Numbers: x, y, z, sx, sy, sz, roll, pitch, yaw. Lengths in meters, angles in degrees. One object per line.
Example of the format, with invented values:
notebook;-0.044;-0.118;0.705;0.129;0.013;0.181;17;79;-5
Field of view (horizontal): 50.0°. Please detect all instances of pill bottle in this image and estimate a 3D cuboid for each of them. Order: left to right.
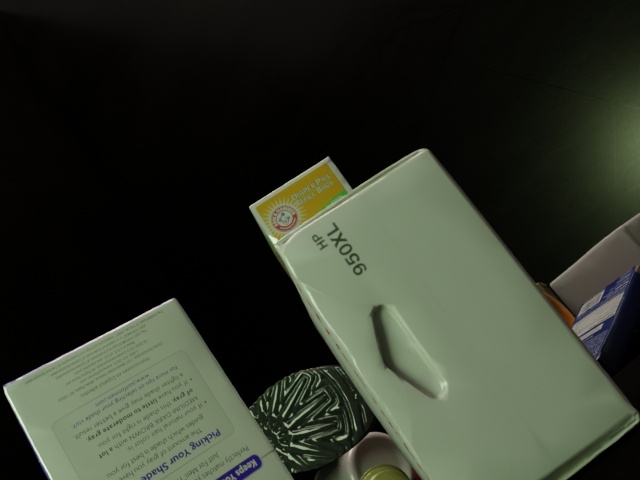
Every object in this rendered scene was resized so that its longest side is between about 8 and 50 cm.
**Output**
pill bottle;0.067;0.455;1.282;0.131;0.131;0.229;-24;-20;-36

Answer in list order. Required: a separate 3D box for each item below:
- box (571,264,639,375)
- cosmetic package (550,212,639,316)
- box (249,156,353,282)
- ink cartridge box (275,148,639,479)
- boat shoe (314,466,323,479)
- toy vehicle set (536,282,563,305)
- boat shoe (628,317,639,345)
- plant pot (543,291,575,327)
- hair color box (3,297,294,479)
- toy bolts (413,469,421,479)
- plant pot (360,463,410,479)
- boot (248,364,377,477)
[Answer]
box;0.389;0.146;0.977;0.225;0.036;0.136;-48;-7;-34
cosmetic package;0.688;0.003;1.331;0.453;0.161;0.230;-27;-19;-31
box;0.000;0.000;0.851;0.114;0.103;0.203;-33;-16;-5
ink cartridge box;0.117;0.122;0.723;0.166;0.285;0.395;-34;-16;-5
boat shoe;0.027;0.522;1.463;0.302;0.098;0.109;-46;-46;-17
toy vehicle set;0.482;0.161;1.366;0.035;0.166;0.267;-40;-16;13
boat shoe;0.482;0.124;1.046;0.142;0.049;0.040;-30;-17;-13
plant pot;0.317;0.208;1.171;0.205;0.205;0.188;-26;-35;-32
hair color box;-0.135;0.247;0.659;0.185;0.339;0.110;-28;-20;-27
toy bolts;0.183;0.401;1.418;0.218;0.158;0.228;-38;-16;6
plant pot;0.097;0.334;0.885;0.083;0.083;0.079;-30;-5;-20
boot;0.004;0.339;1.264;0.367;0.146;0.445;-31;-19;15
